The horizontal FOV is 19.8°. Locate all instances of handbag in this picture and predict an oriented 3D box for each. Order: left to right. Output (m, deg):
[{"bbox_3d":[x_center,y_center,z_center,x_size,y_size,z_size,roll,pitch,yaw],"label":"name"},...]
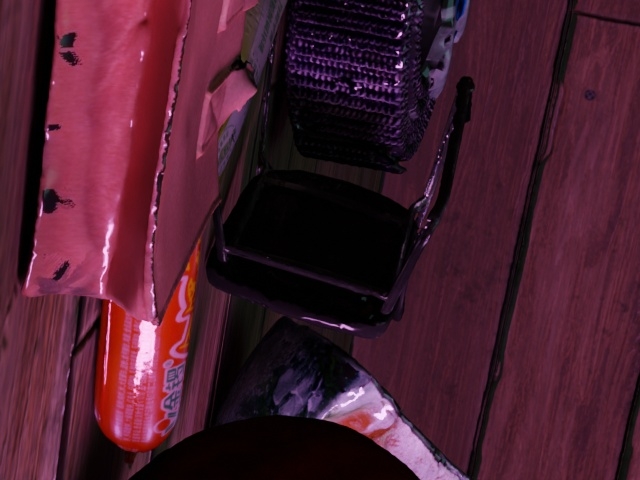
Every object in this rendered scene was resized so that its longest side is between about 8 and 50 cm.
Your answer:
[{"bbox_3d":[-0.056,-0.090,0.670,0.157,0.059,0.212,-67,169,-65],"label":"handbag"}]

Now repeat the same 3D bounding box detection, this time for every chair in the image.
[{"bbox_3d":[0.000,0.000,1.153,0.221,0.140,0.145,103,5,-47],"label":"chair"}]

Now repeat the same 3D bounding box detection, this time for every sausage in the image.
[{"bbox_3d":[-0.078,0.044,0.813,0.050,0.048,0.145,49,-40,44],"label":"sausage"}]

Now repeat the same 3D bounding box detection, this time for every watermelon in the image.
[{"bbox_3d":[0.013,0.202,1.296,0.320,0.213,0.290,130,-26,-74],"label":"watermelon"}]

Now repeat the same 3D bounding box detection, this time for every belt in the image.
[{"bbox_3d":[0.051,-0.218,1.361,0.260,0.122,0.325,-49,148,-68],"label":"belt"}]

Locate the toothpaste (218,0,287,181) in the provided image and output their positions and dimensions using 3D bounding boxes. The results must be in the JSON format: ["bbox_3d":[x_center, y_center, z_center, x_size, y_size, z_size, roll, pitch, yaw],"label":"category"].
[{"bbox_3d":[-0.041,-0.117,0.911,0.078,0.047,0.248,83,20,-62],"label":"toothpaste"}]

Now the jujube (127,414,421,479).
[{"bbox_3d":[-0.038,0.196,0.861,0.255,0.190,0.190,-51,154,-54],"label":"jujube"}]
